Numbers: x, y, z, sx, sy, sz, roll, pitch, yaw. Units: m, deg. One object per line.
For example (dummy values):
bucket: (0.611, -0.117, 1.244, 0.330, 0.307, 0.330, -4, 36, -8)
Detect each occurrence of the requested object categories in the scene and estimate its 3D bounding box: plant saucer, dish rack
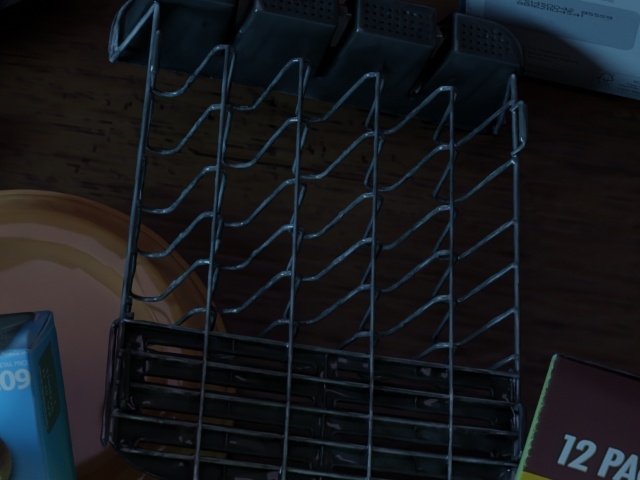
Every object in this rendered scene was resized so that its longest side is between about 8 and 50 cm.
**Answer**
plant saucer: (-0.135, 0.065, 0.638, 0.199, 0.037, 0.200, 4, 67, -10)
dish rack: (0.000, 0.000, 0.647, 0.208, 0.074, 0.272, 9, 65, -14)

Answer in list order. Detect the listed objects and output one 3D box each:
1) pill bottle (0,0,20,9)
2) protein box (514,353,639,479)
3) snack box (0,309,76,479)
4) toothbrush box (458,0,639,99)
pill bottle: (-0.224, -0.149, 0.730, 0.169, 0.094, 0.094, -31, 63, -34)
protein box: (0.113, 0.183, 0.495, 0.135, 0.201, 0.200, 16, 63, 11)
snack box: (-0.256, 0.137, 0.558, 0.321, 0.060, 0.187, -6, 104, 0)
toothbrush box: (0.212, -0.224, 0.759, 0.216, 0.126, 0.296, 14, 61, 10)
